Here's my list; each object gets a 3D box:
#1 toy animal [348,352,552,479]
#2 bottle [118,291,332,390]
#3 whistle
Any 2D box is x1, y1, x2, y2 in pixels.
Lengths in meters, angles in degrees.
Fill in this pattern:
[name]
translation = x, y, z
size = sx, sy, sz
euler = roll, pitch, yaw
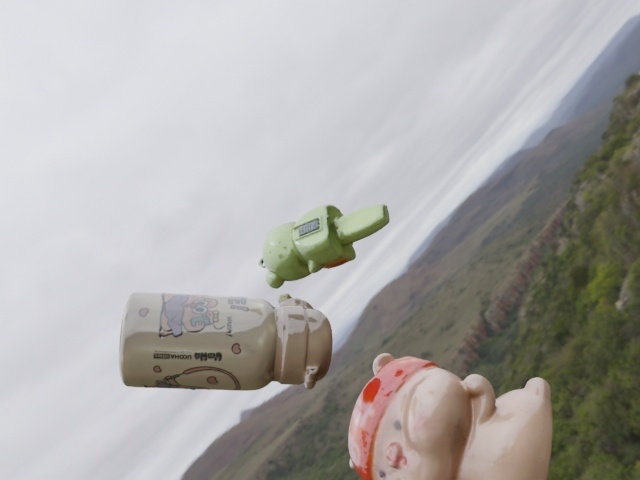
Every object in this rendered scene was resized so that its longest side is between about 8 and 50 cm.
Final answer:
[toy animal]
translation = 0.128, 0.203, 0.669
size = 0.171, 0.198, 0.171
euler = 9, -90, -82
[bottle]
translation = -0.093, 0.101, 0.681
size = 0.110, 0.209, 0.097
euler = -95, 11, -46
[whistle]
translation = 0.000, 0.000, 1.231
size = 0.289, 0.131, 0.106
euler = -21, -38, 25
